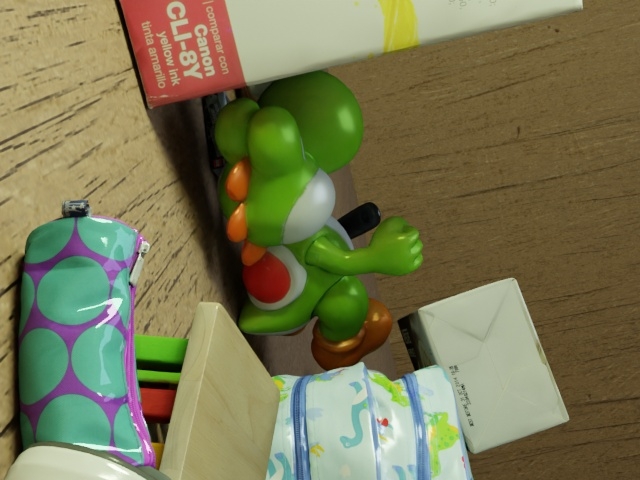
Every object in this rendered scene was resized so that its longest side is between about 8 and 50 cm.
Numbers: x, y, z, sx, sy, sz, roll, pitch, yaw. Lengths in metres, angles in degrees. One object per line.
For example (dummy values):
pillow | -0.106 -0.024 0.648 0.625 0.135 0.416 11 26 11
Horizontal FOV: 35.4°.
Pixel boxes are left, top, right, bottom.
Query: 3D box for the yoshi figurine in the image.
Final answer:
yoshi figurine | -0.004 -0.034 1.057 0.362 0.203 0.203 75 6 -50

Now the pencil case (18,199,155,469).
pencil case | -0.121 0.060 0.526 0.064 0.070 0.152 64 16 -64

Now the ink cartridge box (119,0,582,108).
ink cartridge box | 0.028 -0.256 0.948 0.279 0.384 0.160 -75 152 -74

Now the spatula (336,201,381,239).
spatula | 0.000 0.000 1.225 0.296 0.030 0.084 -28 -98 59

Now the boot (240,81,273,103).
boot | -0.079 -0.213 1.348 0.115 0.112 0.305 122 -39 -54

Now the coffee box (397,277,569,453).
coffee box | 0.154 0.124 1.012 0.246 0.098 0.141 93 -22 -84

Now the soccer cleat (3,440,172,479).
soccer cleat | -0.088 0.229 0.476 0.318 0.108 0.116 76 29 -41

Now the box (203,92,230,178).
box | -0.098 -0.098 1.145 0.137 0.027 0.094 61 17 -67

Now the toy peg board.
toy peg board | -0.095 0.144 0.659 0.161 0.079 0.161 66 30 -58

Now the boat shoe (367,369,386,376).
boat shoe | 0.073 0.283 1.515 0.335 0.112 0.095 70 -5 -64

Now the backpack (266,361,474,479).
backpack | 0.034 0.254 0.874 0.355 0.273 0.290 56 27 -40
